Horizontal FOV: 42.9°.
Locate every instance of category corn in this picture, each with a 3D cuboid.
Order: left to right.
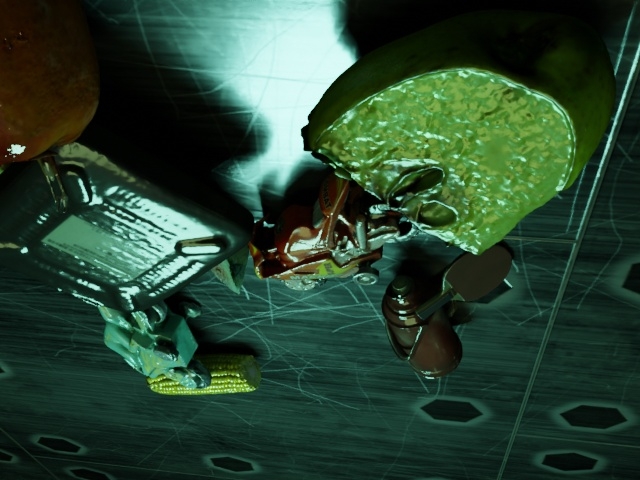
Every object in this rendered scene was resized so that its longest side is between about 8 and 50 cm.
[{"bbox_3d":[-0.235,0.262,1.597,0.249,0.081,0.081,-7,144,25],"label":"corn"}]

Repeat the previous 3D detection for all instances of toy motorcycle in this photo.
[{"bbox_3d":[-0.307,0.165,1.458,0.199,0.109,0.296,11,143,20],"label":"toy motorcycle"},{"bbox_3d":[0.002,0.000,1.118,0.171,0.089,0.298,28,143,-25],"label":"toy motorcycle"}]

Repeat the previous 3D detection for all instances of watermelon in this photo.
[{"bbox_3d":[-0.151,-0.010,1.169,0.094,0.081,0.180,13,135,24],"label":"watermelon"}]

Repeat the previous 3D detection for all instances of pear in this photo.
[{"bbox_3d":[0.144,-0.141,0.809,0.238,0.164,0.255,31,138,-14],"label":"pear"}]

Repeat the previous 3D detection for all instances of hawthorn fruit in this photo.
[{"bbox_3d":[-0.313,-0.160,0.811,0.211,0.211,0.299,-10,117,27],"label":"hawthorn fruit"}]

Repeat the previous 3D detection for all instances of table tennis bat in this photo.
[{"bbox_3d":[0.204,0.061,1.166,0.158,0.014,0.095,-38,131,10],"label":"table tennis bat"}]

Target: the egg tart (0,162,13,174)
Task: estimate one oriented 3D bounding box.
[{"bbox_3d":[-0.457,-0.105,1.073,0.213,0.090,0.212,7,147,4],"label":"egg tart"}]

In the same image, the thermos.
[{"bbox_3d":[0.157,0.122,1.272,0.124,0.098,0.232,-28,139,1],"label":"thermos"}]

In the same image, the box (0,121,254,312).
[{"bbox_3d":[-0.273,-0.016,1.053,0.289,0.073,0.290,-30,135,35],"label":"box"}]
